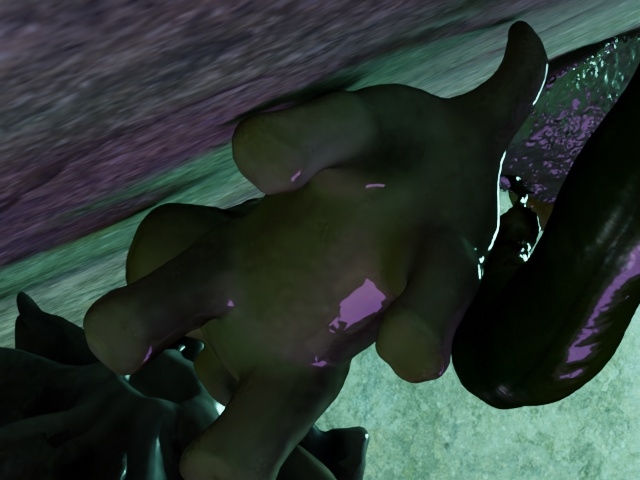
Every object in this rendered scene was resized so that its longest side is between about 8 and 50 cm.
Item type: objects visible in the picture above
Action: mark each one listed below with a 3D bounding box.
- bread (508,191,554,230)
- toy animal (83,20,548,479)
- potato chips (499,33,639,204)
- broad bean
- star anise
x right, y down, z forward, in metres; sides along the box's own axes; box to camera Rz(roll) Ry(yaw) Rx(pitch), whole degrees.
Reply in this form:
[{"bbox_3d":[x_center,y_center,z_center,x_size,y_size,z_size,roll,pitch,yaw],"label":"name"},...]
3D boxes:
[{"bbox_3d":[0.260,-0.090,1.019,0.268,0.130,0.152,-25,141,11],"label":"bread"},{"bbox_3d":[-0.012,0.011,0.577,0.233,0.121,0.168,-40,-176,47],"label":"toy animal"},{"bbox_3d":[0.164,-0.077,0.902,0.228,0.059,0.167,-21,148,8],"label":"potato chips"},{"bbox_3d":[0.097,-0.015,0.488,0.292,0.049,0.144,118,-8,-65],"label":"broad bean"},{"bbox_3d":[-0.092,0.134,0.685,0.316,0.139,0.359,7,-154,7],"label":"star anise"}]
